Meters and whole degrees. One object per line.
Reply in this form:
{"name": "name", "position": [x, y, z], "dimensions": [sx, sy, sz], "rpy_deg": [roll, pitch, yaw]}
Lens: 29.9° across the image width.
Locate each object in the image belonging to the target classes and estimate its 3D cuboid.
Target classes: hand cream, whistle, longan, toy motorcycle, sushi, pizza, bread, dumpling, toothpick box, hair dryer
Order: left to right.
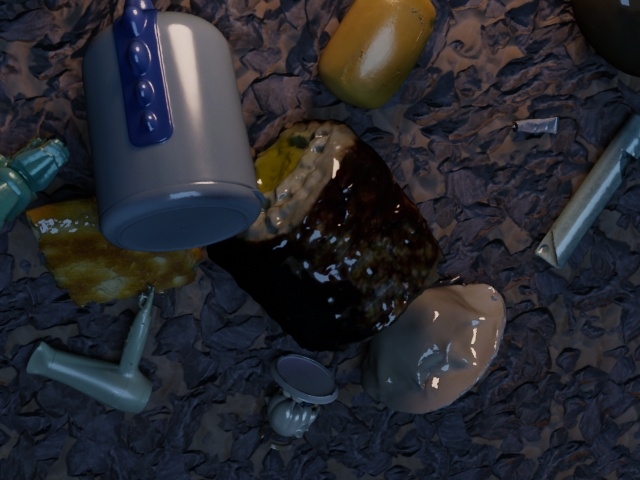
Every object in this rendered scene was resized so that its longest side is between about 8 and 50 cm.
{"name": "toy motorcycle", "position": [-0.501, -0.062, 1.791], "dimensions": [0.296, 0.198, 0.109], "rpy_deg": [-39, 109, -3]}
{"name": "pizza", "position": [-0.341, 0.020, 1.905], "dimensions": [0.335, 0.086, 0.226], "rpy_deg": [16, 134, -42]}
{"name": "hair dryer", "position": [-0.343, 0.159, 1.960], "dimensions": [0.206, 0.075, 0.237], "rpy_deg": [25, 111, -17]}
{"name": "toothpick box", "position": [-0.230, -0.185, 1.762], "dimensions": [0.262, 0.263, 0.355], "rpy_deg": [-6, 73, -15]}
{"name": "sushi", "position": [0.002, 0.002, 1.920], "dimensions": [0.299, 0.281, 0.294], "rpy_deg": [-44, 120, -8]}
{"name": "bread", "position": [0.096, -0.318, 1.947], "dimensions": [0.147, 0.098, 0.217], "rpy_deg": [27, 97, -19]}
{"name": "dumpling", "position": [0.188, 0.172, 2.074], "dimensions": [0.293, 0.204, 0.163], "rpy_deg": [-33, 102, 5]}
{"name": "hand cream", "position": [0.377, -0.203, 2.115], "dimensions": [0.093, 0.019, 0.030], "rpy_deg": [-4, 106, -23]}
{"name": "whistle", "position": [0.497, -0.089, 2.161], "dimensions": [0.062, 0.062, 0.312], "rpy_deg": [32, 96, -23]}
{"name": "longan", "position": [0.543, -0.414, 1.980], "dimensions": [0.300, 0.243, 0.300], "rpy_deg": [-23, 119, -49]}

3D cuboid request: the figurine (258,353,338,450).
{"name": "figurine", "position": [-0.054, 0.294, 2.095], "dimensions": [0.132, 0.132, 0.154], "rpy_deg": [15, 116, -21]}
